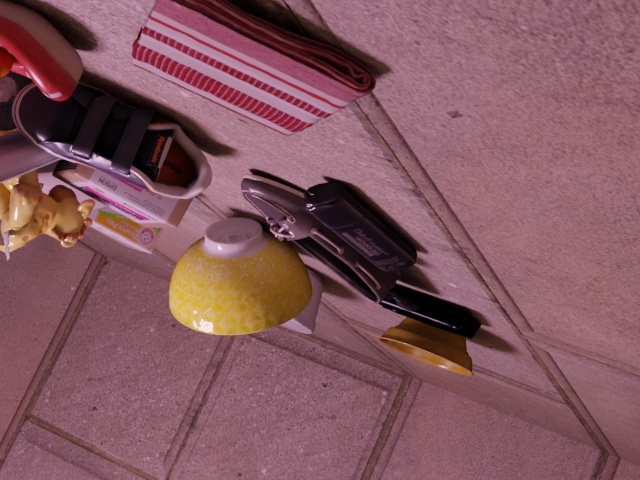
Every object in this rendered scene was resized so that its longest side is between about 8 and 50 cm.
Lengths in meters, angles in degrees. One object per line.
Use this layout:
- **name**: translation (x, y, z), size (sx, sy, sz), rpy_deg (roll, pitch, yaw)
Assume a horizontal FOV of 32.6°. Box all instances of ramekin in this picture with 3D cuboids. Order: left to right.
- **ramekin**: translation (-0.118, 0.102, 2.500), size (0.273, 0.127, 0.273), rpy_deg (23, 170, 4)

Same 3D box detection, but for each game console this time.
- **game console**: translation (0.163, 0.111, 2.091), size (0.213, 0.043, 0.361), rpy_deg (18, 173, 28)

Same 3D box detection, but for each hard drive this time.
- **hard drive**: translation (-0.498, -0.142, 1.767), size (0.203, 0.040, 0.307), rpy_deg (-1, -161, 30)

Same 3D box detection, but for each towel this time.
- **towel**: translation (-0.091, -0.199, 1.244), size (0.237, 0.037, 0.329), rpy_deg (25, 171, -13)

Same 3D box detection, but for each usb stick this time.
- **usb stick**: translation (0.067, -0.018, 1.715), size (0.077, 0.045, 0.278), rpy_deg (-14, 150, 26)

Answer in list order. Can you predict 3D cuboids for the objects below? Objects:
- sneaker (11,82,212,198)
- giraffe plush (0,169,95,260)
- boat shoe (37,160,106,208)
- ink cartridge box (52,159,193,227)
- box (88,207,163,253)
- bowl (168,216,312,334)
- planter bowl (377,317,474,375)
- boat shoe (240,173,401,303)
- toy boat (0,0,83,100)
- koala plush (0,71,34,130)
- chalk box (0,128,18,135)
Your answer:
- **sneaker**: translation (-0.307, -0.158, 1.681), size (0.321, 0.126, 0.127), rpy_deg (22, 175, -28)
- **giraffe plush**: translation (-0.544, -0.060, 2.169), size (0.171, 0.210, 0.181), rpy_deg (2, 168, -33)
- **boat shoe**: translation (-0.585, -0.168, 2.310), size (0.341, 0.158, 0.127), rpy_deg (7, 137, -30)
- **ink cartridge box**: translation (-0.396, -0.112, 2.181), size (0.235, 0.088, 0.193), rpy_deg (30, 169, -24)
- **box**: translation (-0.460, -0.065, 2.479), size (0.203, 0.114, 0.103), rpy_deg (32, 168, -39)
- **bowl**: translation (-0.165, 0.047, 2.176), size (0.290, 0.289, 0.156), rpy_deg (17, 124, 34)
- **planter bowl**: translation (0.237, 0.206, 2.310), size (0.217, 0.090, 0.217), rpy_deg (22, 171, 4)
- **boat shoe**: translation (0.000, 0.000, 1.830), size (0.335, 0.095, 0.112), rpy_deg (29, 168, -25)
- **toy boat**: translation (-0.444, -0.242, 1.487), size (0.231, 0.151, 0.151), rpy_deg (22, 169, 15)
- **koala plush**: translation (-0.548, -0.229, 1.746), size (0.221, 0.203, 0.196), rpy_deg (6, 171, 10)
- **chalk box**: translation (-0.653, -0.207, 2.102), size (0.132, 0.132, 0.213), rpy_deg (29, -173, -24)
